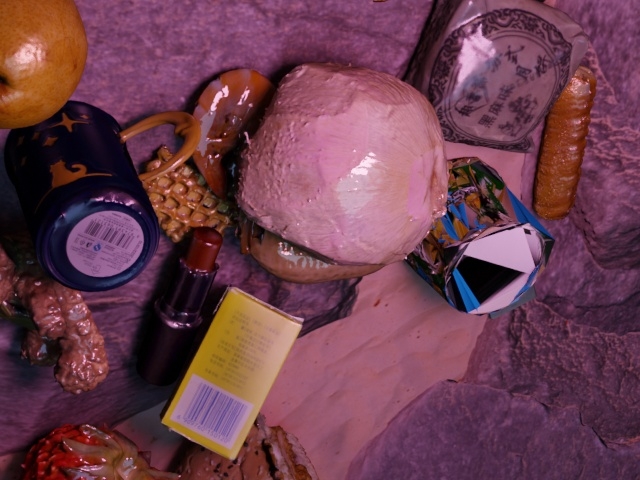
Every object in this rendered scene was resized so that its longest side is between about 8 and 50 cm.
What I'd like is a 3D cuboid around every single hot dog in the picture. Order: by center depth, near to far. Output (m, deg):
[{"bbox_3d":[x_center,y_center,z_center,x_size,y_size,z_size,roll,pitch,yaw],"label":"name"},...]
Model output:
[{"bbox_3d":[0.411,-0.158,2.034,0.083,0.068,0.289,-6,125,-12],"label":"hot dog"}]

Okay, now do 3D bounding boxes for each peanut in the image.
[{"bbox_3d":[0.000,0.000,1.924,0.253,0.122,0.137,-10,122,-12],"label":"peanut"}]

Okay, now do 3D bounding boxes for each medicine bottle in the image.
[{"bbox_3d":[-0.140,0.203,1.909,0.141,0.137,0.250,28,87,0],"label":"medicine bottle"}]

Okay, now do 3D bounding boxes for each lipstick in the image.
[{"bbox_3d":[-0.220,0.104,1.900,0.081,0.081,0.300,4,127,-26],"label":"lipstick"}]

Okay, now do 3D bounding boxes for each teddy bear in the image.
[{"bbox_3d":[-0.443,0.101,1.728,0.222,0.246,0.296,-25,123,-41],"label":"teddy bear"}]

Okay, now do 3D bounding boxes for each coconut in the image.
[{"bbox_3d":[0.050,-0.103,1.739,0.297,0.254,0.297,-21,120,-41],"label":"coconut"}]

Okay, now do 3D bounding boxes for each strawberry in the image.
[{"bbox_3d":[-0.416,0.464,1.987,0.343,0.292,0.292,-35,131,25],"label":"strawberry"}]

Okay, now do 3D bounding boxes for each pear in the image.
[{"bbox_3d":[-0.396,-0.240,1.533,0.208,0.209,0.209,-12,126,-17],"label":"pear"}]

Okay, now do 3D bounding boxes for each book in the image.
[{"bbox_3d":[0.335,0.073,2.186,0.103,0.017,0.135,-26,129,-9],"label":"book"}]

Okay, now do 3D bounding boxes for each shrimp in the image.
[{"bbox_3d":[-0.129,-0.112,1.792,0.152,0.063,0.287,-5,108,-34],"label":"shrimp"}]

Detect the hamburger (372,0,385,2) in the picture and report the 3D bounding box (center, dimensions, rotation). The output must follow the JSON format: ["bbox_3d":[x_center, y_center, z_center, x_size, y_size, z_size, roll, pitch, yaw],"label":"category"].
[{"bbox_3d":[0.135,-0.451,1.658,0.282,0.157,0.144,-22,148,-2],"label":"hamburger"}]

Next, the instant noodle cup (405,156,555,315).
[{"bbox_3d":[0.249,0.003,1.998,0.240,0.178,0.240,-12,127,-17],"label":"instant noodle cup"}]

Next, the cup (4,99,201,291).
[{"bbox_3d":[-0.298,-0.090,1.641,0.178,0.256,0.255,29,106,-36],"label":"cup"}]

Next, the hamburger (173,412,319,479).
[{"bbox_3d":[-0.127,0.472,2.064,0.277,0.318,0.195,-41,138,13],"label":"hamburger"}]

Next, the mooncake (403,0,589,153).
[{"bbox_3d":[0.270,-0.257,1.860,0.250,0.136,0.254,12,116,-26],"label":"mooncake"}]

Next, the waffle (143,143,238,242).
[{"bbox_3d":[-0.189,-0.071,1.836,0.160,0.046,0.192,-26,130,-5],"label":"waffle"}]
